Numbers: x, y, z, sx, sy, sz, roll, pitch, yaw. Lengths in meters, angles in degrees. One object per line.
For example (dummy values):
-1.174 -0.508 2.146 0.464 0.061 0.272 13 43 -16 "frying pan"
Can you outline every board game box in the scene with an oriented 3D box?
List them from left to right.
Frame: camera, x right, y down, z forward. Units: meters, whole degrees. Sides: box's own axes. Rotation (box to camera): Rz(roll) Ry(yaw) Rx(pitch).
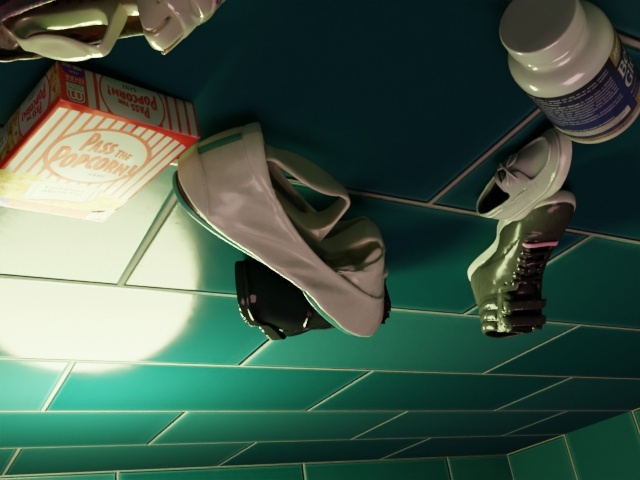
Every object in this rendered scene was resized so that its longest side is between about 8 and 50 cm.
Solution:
-0.238 -0.089 0.694 0.146 0.045 0.193 10 148 -45 "board game box"

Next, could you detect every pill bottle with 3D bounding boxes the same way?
0.235 -0.165 0.651 0.094 0.094 0.169 -26 148 30 "pill bottle"

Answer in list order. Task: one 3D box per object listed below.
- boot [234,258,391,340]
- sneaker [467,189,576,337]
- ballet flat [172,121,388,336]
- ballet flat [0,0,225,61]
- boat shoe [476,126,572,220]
-0.003 0.079 1.043 0.207 0.094 0.246 -12 154 8 "boot"
0.310 0.050 1.027 0.104 0.147 0.296 -1 150 -11 "sneaker"
0.000 0.000 0.833 0.139 0.139 0.400 -23 138 26 "ballet flat"
-0.155 -0.176 0.531 0.221 0.079 0.077 -11 152 4 "ballet flat"
0.247 -0.079 0.863 0.063 0.066 0.184 -4 162 -12 "boat shoe"
